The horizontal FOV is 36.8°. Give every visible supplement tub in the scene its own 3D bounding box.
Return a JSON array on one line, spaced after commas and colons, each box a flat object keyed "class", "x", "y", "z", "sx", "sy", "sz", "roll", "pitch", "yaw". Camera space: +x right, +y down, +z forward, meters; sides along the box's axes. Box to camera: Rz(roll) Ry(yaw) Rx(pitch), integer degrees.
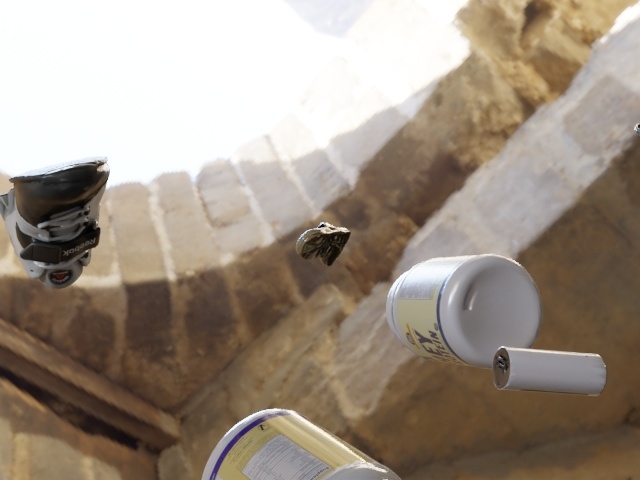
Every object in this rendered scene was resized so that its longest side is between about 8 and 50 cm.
[{"class": "supplement tub", "x": 0.300, "y": 0.151, "z": 2.081, "sx": 0.235, "sy": 0.235, "sz": 0.325, "roll": 42, "pitch": 163, "yaw": -14}, {"class": "supplement tub", "x": -0.007, "y": 0.423, "z": 1.479, "sx": 0.241, "sy": 0.241, "sz": 0.331, "roll": 36, "pitch": 170, "yaw": -39}]

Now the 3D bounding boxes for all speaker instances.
[{"class": "speaker", "x": 0.288, "y": 0.165, "z": 1.213, "sx": 0.136, "sy": 0.055, "sz": 0.055, "roll": 6, "pitch": -156, "yaw": -15}]

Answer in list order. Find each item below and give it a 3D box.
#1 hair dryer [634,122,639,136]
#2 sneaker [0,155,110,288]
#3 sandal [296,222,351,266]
[{"class": "hair dryer", "x": 0.629, "y": -0.082, "z": 1.475, "sx": 0.293, "sy": 0.080, "sz": 0.223, "roll": 10, "pitch": -114, "yaw": -17}, {"class": "sneaker", "x": -0.324, "y": -0.017, "z": 1.208, "sx": 0.330, "sy": 0.122, "sz": 0.146, "roll": -19, "pitch": 86, "yaw": 67}, {"class": "sandal", "x": 0.000, "y": 0.000, "z": 1.573, "sx": 0.049, "sy": 0.072, "sz": 0.180, "roll": 39, "pitch": -169, "yaw": 21}]
